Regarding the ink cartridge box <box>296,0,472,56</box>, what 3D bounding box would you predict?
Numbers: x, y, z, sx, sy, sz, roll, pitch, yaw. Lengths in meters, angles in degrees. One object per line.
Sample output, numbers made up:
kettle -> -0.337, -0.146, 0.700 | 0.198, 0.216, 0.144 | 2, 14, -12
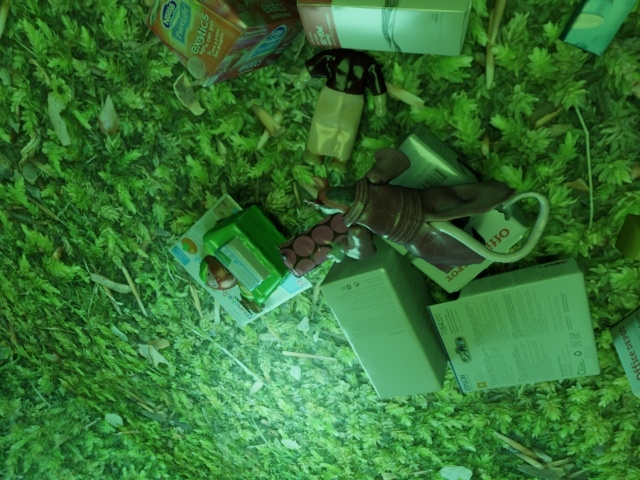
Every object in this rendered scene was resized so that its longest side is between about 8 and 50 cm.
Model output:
ink cartridge box -> 0.126, -0.448, 0.789 | 0.283, 0.117, 0.207 | 11, 76, 14

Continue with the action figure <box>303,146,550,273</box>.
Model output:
action figure -> 0.149, -0.031, 0.810 | 0.371, 0.275, 0.247 | 11, 103, -16

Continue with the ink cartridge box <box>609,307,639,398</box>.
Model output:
ink cartridge box -> 0.764, 0.186, 0.891 | 0.131, 0.226, 0.306 | 35, 122, 0

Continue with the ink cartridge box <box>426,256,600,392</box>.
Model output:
ink cartridge box -> 0.457, 0.215, 1.071 | 0.330, 0.071, 0.324 | -15, 121, 20

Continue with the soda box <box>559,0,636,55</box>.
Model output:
soda box -> 0.496, -0.427, 0.754 | 0.071, 0.067, 0.210 | 26, 122, 5

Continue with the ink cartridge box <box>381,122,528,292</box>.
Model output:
ink cartridge box -> 0.253, -0.069, 0.998 | 0.307, 0.129, 0.223 | 39, 121, -3

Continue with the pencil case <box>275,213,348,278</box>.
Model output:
pencil case -> 0.000, 0.000, 1.106 | 0.209, 0.095, 0.098 | -32, 73, -7

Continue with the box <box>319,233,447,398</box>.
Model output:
box -> 0.171, 0.177, 1.111 | 0.168, 0.215, 0.345 | -19, 109, 28

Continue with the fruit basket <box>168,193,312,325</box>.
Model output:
fruit basket -> -0.240, 0.077, 1.241 | 0.353, 0.165, 0.327 | -34, 102, 35

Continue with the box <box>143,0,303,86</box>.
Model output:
box -> -0.160, -0.421, 0.859 | 0.154, 0.300, 0.142 | 47, 124, -7

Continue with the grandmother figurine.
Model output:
grandmother figurine -> 0.047, -0.325, 0.962 | 0.208, 0.104, 0.342 | 10, 120, -14

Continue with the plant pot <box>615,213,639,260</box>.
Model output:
plant pot -> 0.662, 0.005, 0.915 | 0.081, 0.083, 0.081 | 10, 121, 15
